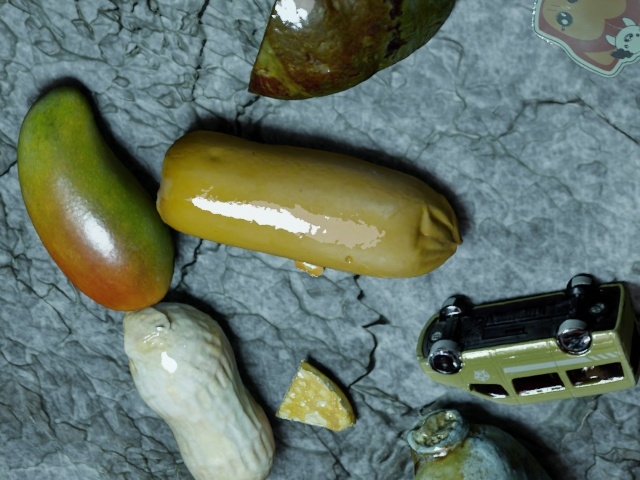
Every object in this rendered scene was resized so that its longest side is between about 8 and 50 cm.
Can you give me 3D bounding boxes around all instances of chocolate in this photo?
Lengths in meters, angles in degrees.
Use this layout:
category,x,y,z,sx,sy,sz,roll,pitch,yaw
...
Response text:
category,x,y,z,sx,sy,sz,roll,pitch,yaw
chocolate,-0.150,0.200,2.253,0.134,0.134,0.309,-15,121,27

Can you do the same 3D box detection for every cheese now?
category,x,y,z,sx,sy,sz,roll,pitch,yaw
cheese,0.000,0.000,2.123,0.047,0.017,0.111,26,129,3

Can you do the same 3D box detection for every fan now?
category,x,y,z,sx,sy,sz,roll,pitch,yaw
fan,0.260,-0.261,1.849,0.220,0.009,0.132,36,127,-10

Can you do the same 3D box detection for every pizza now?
category,x,y,z,sx,sy,sz,roll,pitch,yaw
pizza,-0.017,0.203,2.272,0.108,0.026,0.123,-20,119,33

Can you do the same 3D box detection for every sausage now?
category,x,y,z,sx,sy,sz,roll,pitch,yaw
sausage,-0.009,-0.038,2.037,0.354,0.116,0.134,11,93,7

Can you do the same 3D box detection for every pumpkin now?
category,x,y,z,sx,sy,sz,roll,pitch,yaw
pumpkin,0.035,-0.229,1.865,0.169,0.148,0.312,27,133,3

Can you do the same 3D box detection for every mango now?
category,x,y,z,sx,sy,sz,roll,pitch,yaw
mango,-0.278,-0.039,2.122,0.146,0.129,0.289,-24,106,33

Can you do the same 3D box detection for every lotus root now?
category,x,y,z,sx,sy,sz,roll,pitch,yaw
lotus root,0.231,0.366,2.218,0.175,0.175,0.349,-21,119,30

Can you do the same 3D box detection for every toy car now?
category,x,y,z,sx,sy,sz,roll,pitch,yaw
toy car,0.247,0.129,2.081,0.257,0.101,0.124,-11,124,24
